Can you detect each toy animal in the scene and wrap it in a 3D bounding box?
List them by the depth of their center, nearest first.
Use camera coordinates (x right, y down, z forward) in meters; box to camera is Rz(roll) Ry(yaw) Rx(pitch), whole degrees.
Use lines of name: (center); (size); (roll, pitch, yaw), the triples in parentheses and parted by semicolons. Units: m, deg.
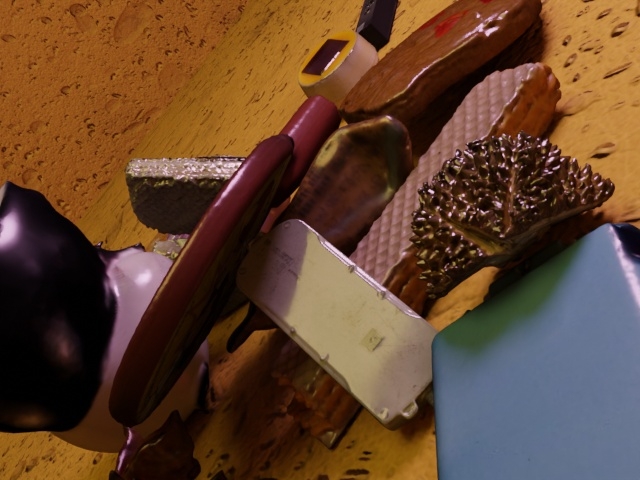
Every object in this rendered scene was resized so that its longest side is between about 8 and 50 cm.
toy animal: (-0.268, 0.113, 0.853); (0.251, 0.310, 0.251); (-36, 35, 31)

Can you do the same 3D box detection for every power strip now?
power strip: (0.020, 0.064, 0.617); (0.080, 0.029, 0.227); (-46, 57, -7)

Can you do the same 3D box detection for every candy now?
candy: (0.000, 0.000, 0.794); (0.271, 0.101, 0.143); (-53, -9, 2)

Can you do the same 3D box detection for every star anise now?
star anise: (-0.174, 0.261, 0.704); (0.212, 0.111, 0.196); (-43, 16, 37)

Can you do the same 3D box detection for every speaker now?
speaker: (0.094, -0.376, 1.296); (0.040, 0.046, 0.191); (-35, 26, 35)

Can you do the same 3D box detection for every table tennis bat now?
table tennis bat: (-0.079, -0.005, 0.748); (0.415, 0.051, 0.268); (-60, -2, -41)

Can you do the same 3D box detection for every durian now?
durian: (0.123, -0.026, 0.567); (0.148, 0.091, 0.188); (-34, -13, 7)

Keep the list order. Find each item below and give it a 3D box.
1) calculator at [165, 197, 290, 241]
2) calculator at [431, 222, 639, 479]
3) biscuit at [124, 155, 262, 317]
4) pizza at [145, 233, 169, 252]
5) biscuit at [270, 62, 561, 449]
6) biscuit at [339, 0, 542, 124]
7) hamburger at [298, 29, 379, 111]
calculator: (-0.155, -0.008, 1.162); (0.294, 0.043, 0.194); (2, 56, 56)
calculator: (0.137, 0.101, 0.434); (0.173, 0.051, 0.293); (-37, 25, 27)
biscuit: (-0.142, 0.005, 0.943); (0.046, 0.147, 0.250); (-83, -6, -45)
pizza: (-0.244, 0.005, 1.348); (0.262, 0.034, 0.181); (-26, 32, 44)
biscuit: (0.084, 0.000, 0.697); (0.379, 0.054, 0.094); (-54, 22, -9)
biscuit: (0.130, -0.217, 0.896); (0.257, 0.049, 0.273); (-37, 14, 5)
hamburger: (0.027, -0.247, 1.174); (0.141, 0.081, 0.127); (1, 55, 48)
